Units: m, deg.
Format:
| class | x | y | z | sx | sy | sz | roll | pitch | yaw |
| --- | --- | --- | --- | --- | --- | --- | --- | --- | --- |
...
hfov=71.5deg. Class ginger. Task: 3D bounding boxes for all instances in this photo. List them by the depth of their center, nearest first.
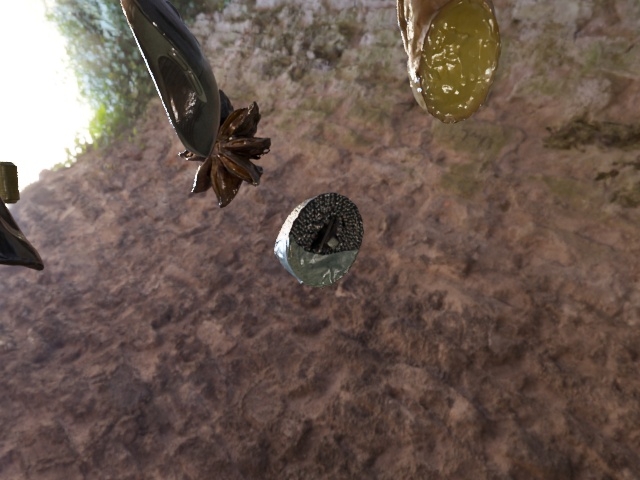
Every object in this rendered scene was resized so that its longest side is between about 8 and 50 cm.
| class | x | y | z | sx | sy | sz | roll | pitch | yaw |
| --- | --- | --- | --- | --- | --- | --- | --- | --- | --- |
| ginger | 0.155 | -0.329 | 0.583 | 0.126 | 0.354 | 0.190 | -4 | 175 | -8 |

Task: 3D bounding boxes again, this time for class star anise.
| class | x | y | z | sx | sy | sz | roll | pitch | yaw |
| --- | --- | --- | --- | --- | --- | --- | --- | --- | --- |
| star anise | -0.266 | -0.257 | 1.257 | 0.332 | 0.331 | 0.117 | 18 | -173 | 25 |

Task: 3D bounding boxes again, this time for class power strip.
| class | x | y | z | sx | sy | sz | roll | pitch | yaw |
| --- | --- | --- | --- | --- | --- | --- | --- | --- | --- |
| power strip | -0.790 | -0.126 | 1.019 | 0.387 | 0.092 | 0.066 | 3 | -173 | 34 |

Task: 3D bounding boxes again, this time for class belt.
| class | x | y | z | sx | sy | sz | roll | pitch | yaw |
| --- | --- | --- | --- | --- | --- | --- | --- | --- | --- |
| belt | 0.000 | 0.000 | 1.208 | 0.207 | 0.257 | 0.150 | 26 | 172 | -13 |

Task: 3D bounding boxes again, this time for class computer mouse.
| class | x | y | z | sx | sy | sz | roll | pitch | yaw |
| --- | --- | --- | --- | --- | --- | --- | --- | --- | --- |
| computer mouse | -0.229 | -0.301 | 0.677 | 0.090 | 0.379 | 0.167 | -22 | -139 | -6 |

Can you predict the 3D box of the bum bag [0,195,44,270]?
| class | x | y | z | sx | sy | sz | roll | pitch | yaw |
| --- | --- | --- | --- | --- | --- | --- | --- | --- | --- |
| bum bag | -0.297 | -0.066 | 0.310 | 0.310 | 0.074 | 0.137 | 40 | 173 | 29 |
